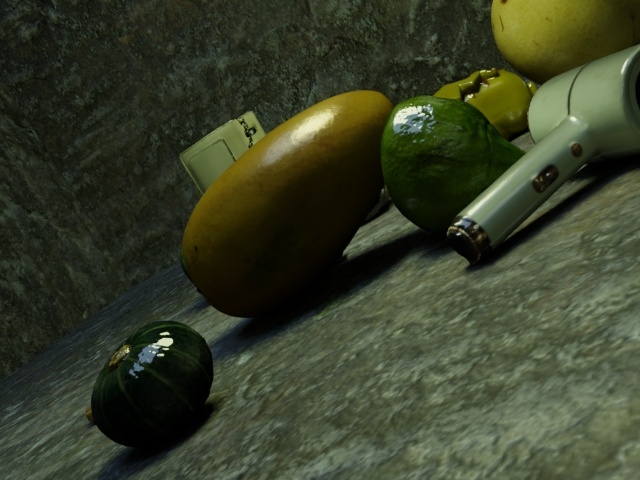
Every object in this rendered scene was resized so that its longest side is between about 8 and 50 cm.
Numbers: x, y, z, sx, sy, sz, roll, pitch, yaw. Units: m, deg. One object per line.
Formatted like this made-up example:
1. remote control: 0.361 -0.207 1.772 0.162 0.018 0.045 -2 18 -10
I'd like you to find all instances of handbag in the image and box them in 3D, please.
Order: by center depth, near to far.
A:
1. handbag: -0.183 -0.142 2.170 0.236 0.359 0.160 -22 9 47

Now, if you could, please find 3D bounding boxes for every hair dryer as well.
1. hair dryer: 0.277 -0.090 0.980 0.362 0.128 0.203 -41 11 -16

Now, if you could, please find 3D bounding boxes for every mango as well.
1. mango: -0.043 -0.058 1.306 0.445 0.232 0.300 -44 -9 19

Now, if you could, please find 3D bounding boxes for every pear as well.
1. pear: 0.543 -0.497 1.776 0.348 0.348 0.348 -30 7 4

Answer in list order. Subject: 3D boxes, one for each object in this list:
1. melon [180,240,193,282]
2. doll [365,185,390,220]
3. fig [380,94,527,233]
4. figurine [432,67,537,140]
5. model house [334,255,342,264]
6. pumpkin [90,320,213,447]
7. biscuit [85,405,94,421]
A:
1. melon: -0.245 0.026 1.974 0.182 0.182 0.288 -30 10 10
2. doll: 0.101 -0.101 1.791 0.149 0.095 0.192 -22 8 17
3. fig: 0.208 -0.115 1.137 0.235 0.203 0.203 -6 17 22
4. figurine: 0.299 -0.250 1.696 0.326 0.169 0.218 -31 2 -9
5. model house: 0.015 0.016 1.492 0.058 0.057 0.083 -34 5 9
6. pumpkin: -0.207 0.177 1.011 0.167 0.125 0.167 -52 12 15
7. biscuit: -0.310 0.243 1.375 0.133 0.027 0.184 -24 11 39
